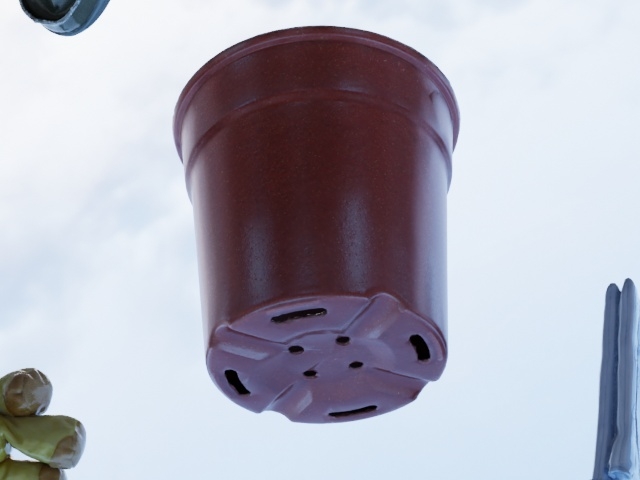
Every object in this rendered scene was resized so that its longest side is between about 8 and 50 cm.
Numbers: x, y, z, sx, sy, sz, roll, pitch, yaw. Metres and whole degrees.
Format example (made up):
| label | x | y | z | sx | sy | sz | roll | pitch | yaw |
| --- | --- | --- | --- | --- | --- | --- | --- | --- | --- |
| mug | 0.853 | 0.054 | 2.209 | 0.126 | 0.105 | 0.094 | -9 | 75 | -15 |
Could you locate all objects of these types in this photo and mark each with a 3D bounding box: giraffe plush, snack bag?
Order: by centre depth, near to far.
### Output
| label | x | y | z | sx | sy | sz | roll | pitch | yaw |
| --- | --- | --- | --- | --- | --- | --- | --- | --- | --- |
| snack bag | 0.287 | 0.247 | 1.169 | 0.037 | 0.323 | 0.342 | 1 | -114 | 22 |
| giraffe plush | -0.385 | 0.219 | 1.366 | 0.210 | 0.170 | 0.181 | 33 | -75 | 17 |

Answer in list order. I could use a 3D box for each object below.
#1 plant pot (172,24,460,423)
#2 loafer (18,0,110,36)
| label | x | y | z | sx | sy | sz | roll | pitch | yaw |
| --- | --- | --- | --- | --- | --- | --- | --- | --- | --- |
| plant pot | 0.000 | 0.000 | 1.128 | 0.272 | 0.272 | 0.265 | -19 | -131 | 20 |
| loafer | -0.198 | -0.269 | 0.933 | 0.094 | 0.251 | 0.087 | 21 | -152 | 25 |
